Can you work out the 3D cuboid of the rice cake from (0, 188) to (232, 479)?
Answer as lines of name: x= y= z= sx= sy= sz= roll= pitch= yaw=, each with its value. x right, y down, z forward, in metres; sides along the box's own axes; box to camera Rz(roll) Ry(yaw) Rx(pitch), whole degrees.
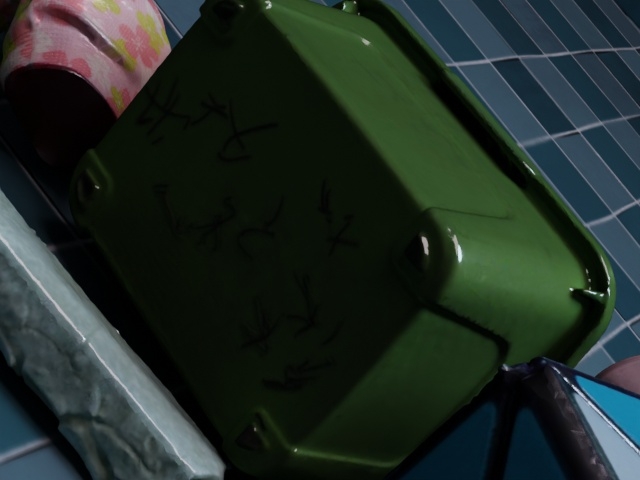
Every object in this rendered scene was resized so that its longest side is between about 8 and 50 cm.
rice cake: x=-0.170 y=0.046 z=1.083 sx=0.336 sy=0.063 sz=0.066 roll=49 pitch=18 yaw=4

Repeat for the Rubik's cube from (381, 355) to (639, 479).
Rubik's cube: x=0.158 y=0.254 z=1.094 sx=0.250 sy=0.248 sz=0.246 roll=21 pitch=33 yaw=-46

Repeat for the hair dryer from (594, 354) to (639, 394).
hair dryer: x=0.222 y=0.175 z=1.524 sx=0.352 sy=0.125 sz=0.210 roll=22 pitch=33 yaw=-34

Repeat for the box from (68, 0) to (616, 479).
box: x=0.000 y=0.000 z=1.169 sx=0.177 sy=0.253 sz=0.329 roll=17 pitch=29 yaw=-54

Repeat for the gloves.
gloves: x=-0.170 y=-0.147 z=1.328 sx=0.145 sy=0.126 sz=0.241 roll=34 pitch=34 yaw=-19
